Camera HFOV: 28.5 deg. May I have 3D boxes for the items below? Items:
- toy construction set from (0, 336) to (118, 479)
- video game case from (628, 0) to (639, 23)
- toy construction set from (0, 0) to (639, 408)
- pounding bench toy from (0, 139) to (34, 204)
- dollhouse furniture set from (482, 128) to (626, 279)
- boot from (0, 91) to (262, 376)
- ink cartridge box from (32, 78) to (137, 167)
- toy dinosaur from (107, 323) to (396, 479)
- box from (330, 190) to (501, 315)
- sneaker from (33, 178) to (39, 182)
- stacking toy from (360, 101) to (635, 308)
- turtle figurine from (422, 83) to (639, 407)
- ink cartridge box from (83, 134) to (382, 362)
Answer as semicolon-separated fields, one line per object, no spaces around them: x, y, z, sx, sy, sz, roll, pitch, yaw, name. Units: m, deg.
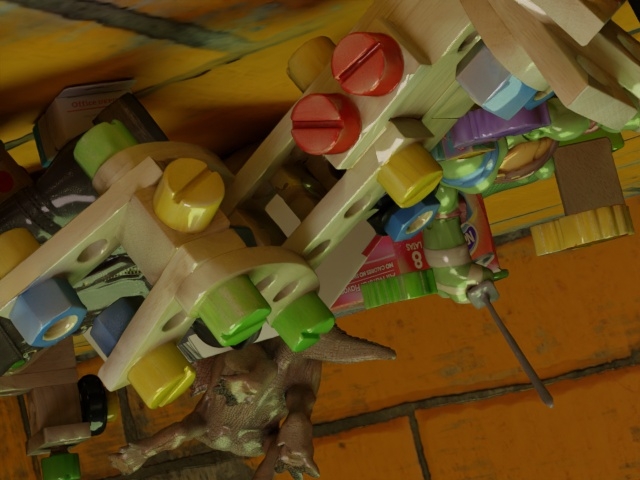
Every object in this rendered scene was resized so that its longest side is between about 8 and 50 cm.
-0.333;0.125;1.174;0.309;0.237;0.257;-18;173;39;toy construction set
0.289;-0.112;0.589;0.248;0.035;0.275;-15;-145;8;video game case
0.012;-0.054;0.589;0.328;0.151;0.215;-33;167;30;toy construction set
-0.225;-0.042;0.771;0.065;0.083;0.052;-47;-165;-30;pounding bench toy
0.186;-0.030;1.352;0.198;0.151;0.301;-13;174;-13;dollhouse furniture set
-0.167;0.041;0.768;0.229;0.091;0.263;-36;144;-8;boot
-0.142;-0.071;0.775;0.048;0.028;0.083;-12;173;-27;ink cartridge box
-0.051;0.104;1.048;0.296;0.127;0.200;-43;-162;41;toy dinosaur
0.000;0.000;1.192;0.142;0.154;0.300;-8;173;-45;box
-0.250;-0.003;0.914;0.162;0.106;0.281;-23;-179;29;sneaker
0.072;-0.057;0.742;0.052;0.167;0.221;-9;173;-40;stacking toy
0.174;-0.033;0.901;0.275;0.197;0.266;26;-155;11;turtle figurine
-0.070;0.004;0.995;0.237;0.100;0.172;-20;-158;42;ink cartridge box
